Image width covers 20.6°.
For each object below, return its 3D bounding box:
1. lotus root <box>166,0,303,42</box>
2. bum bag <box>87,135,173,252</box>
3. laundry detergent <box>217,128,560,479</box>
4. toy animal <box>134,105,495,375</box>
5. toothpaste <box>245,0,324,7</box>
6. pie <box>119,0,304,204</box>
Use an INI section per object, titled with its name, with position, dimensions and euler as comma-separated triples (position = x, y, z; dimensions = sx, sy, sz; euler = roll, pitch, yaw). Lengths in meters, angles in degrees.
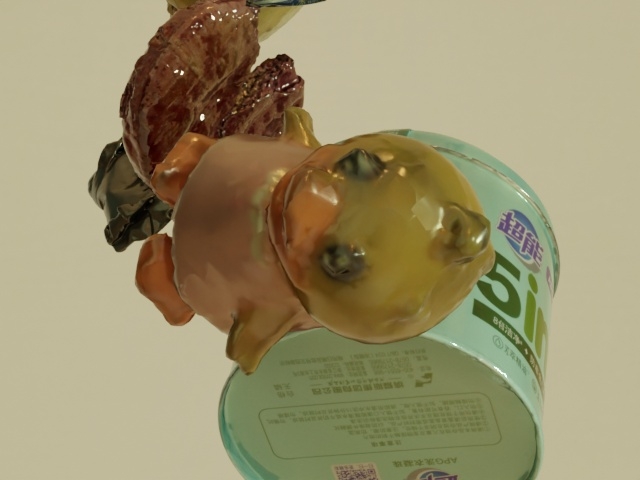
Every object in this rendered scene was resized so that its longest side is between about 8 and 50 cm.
[lotus root]
position = -0.034, -0.342, 1.783
dimensions = 0.151, 0.343, 0.169
euler = 37, -2, 39
[bum bag]
position = -0.202, -0.053, 1.834
dimensions = 0.049, 0.087, 0.198
euler = 39, 10, -33
[laundry detergent]
position = 0.072, 0.071, 1.617
dimensions = 0.305, 0.287, 0.287
euler = -77, 173, -46
[toy animal]
position = 0.004, 0.001, 1.217
dimensions = 0.281, 0.169, 0.195
euler = -5, -109, 54
[toothpaste]
position = -0.024, -0.209, 1.506
dimensions = 0.027, 0.083, 0.019
euler = 176, -98, -75
[pie]
position = -0.104, -0.131, 1.684
dimensions = 0.054, 0.204, 0.219
euler = 29, -28, 36
